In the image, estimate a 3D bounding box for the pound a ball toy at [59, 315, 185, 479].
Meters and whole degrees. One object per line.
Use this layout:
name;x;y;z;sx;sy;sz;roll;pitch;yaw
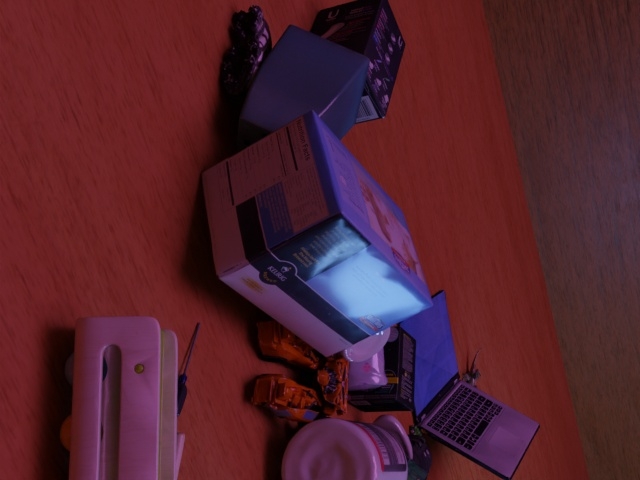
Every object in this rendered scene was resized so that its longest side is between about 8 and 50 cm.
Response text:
pound a ball toy;-0.254;0.270;1.121;0.208;0.135;0.319;84;5;-77

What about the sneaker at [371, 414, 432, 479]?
sneaker;0.175;0.463;1.954;0.147;0.104;0.296;-65;146;-50

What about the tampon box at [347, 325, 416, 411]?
tampon box;0.131;0.276;1.879;0.101;0.120;0.161;42;46;-54

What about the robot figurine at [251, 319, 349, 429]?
robot figurine;-0.027;0.250;1.603;0.291;0.085;0.211;34;54;-57

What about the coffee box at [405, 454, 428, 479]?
coffee box;0.137;0.529;1.810;0.184;0.040;0.113;-52;140;-7

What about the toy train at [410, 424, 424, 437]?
toy train;0.240;0.484;2.168;0.083;0.017;0.024;58;46;-41

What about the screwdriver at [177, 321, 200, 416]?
screwdriver;-0.204;0.195;1.336;0.170;0.024;0.025;-79;179;-46

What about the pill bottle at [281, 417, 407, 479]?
pill bottle;0.061;0.423;1.617;0.318;0.176;0.177;37;51;-67

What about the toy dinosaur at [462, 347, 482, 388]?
toy dinosaur;0.450;0.404;2.603;0.092;0.053;0.183;41;53;-75

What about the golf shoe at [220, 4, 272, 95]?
golf shoe;-0.120;-0.327;1.576;0.094;0.077;0.198;50;42;-48

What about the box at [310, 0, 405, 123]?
box;0.065;-0.380;1.866;0.143;0.165;0.270;60;34;-38

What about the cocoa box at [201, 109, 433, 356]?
cocoa box;0.000;0.000;1.470;0.347;0.227;0.232;43;25;-48

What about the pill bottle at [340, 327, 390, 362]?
pill bottle;0.042;0.136;1.666;0.180;0.108;0.108;48;0;41

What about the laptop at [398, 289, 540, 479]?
laptop;0.398;0.362;2.293;0.382;0.407;0.237;-22;137;-63

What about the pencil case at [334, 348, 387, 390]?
pencil case;0.072;0.173;1.791;0.124;0.113;0.273;134;-46;-77

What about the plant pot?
plant pot;-0.045;-0.230;1.556;0.234;0.165;0.166;-57;167;-38
